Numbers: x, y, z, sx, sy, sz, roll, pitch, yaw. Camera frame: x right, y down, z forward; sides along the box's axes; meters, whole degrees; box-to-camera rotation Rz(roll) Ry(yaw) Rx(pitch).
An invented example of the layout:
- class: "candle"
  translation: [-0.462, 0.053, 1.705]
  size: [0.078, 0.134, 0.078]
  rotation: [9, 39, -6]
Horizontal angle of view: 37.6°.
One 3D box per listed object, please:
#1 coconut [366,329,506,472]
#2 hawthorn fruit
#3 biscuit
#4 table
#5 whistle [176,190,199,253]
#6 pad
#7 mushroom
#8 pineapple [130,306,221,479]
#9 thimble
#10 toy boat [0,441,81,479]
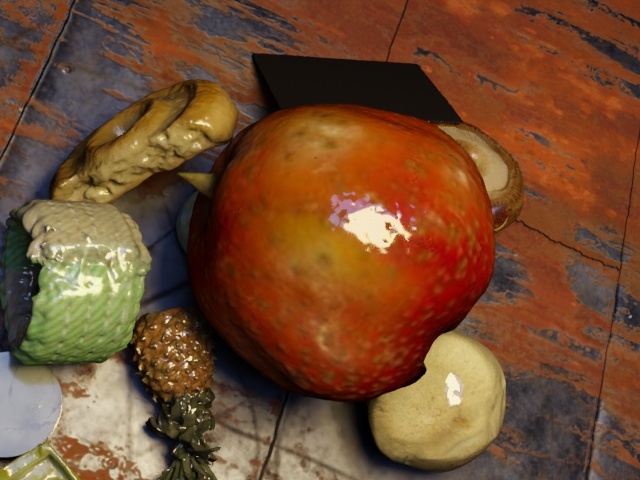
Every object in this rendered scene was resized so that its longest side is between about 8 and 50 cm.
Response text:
- class: "coconut"
  translation: [0.162, 0.226, 1.327]
  size: [0.224, 0.224, 0.224]
  rotation: [7, 69, -18]
- class: "hawthorn fruit"
  translation: [0.000, 0.000, 1.192]
  size: [0.402, 0.403, 0.403]
  rotation: [7, 69, -18]
- class: "biscuit"
  translation: [-0.243, -0.138, 1.285]
  size: [0.274, 0.213, 0.091]
  rotation: [-30, 115, 10]
- class: "table"
  translation: [-0.399, 0.211, 1.199]
  size: [0.133, 0.043, 0.133]
  rotation: [7, 69, -18]
- class: "whistle"
  translation: [-0.135, 0.025, 1.353]
  size: [0.126, 0.067, 0.258]
  rotation: [-7, 77, -25]
- class: "pad"
  translation: [0.057, -0.242, 1.494]
  size: [0.299, 0.005, 0.202]
  rotation: [-1, 38, -21]
- class: "mushroom"
  translation: [0.207, -0.093, 1.482]
  size: [0.231, 0.138, 0.194]
  rotation: [38, 34, 8]
- class: "pineapple"
  translation: [-0.183, 0.218, 1.241]
  size: [0.125, 0.125, 0.251]
  rotation: [-3, 78, -21]
- class: "thimble"
  translation: [-0.313, 0.050, 1.187]
  size: [0.150, 0.219, 0.219]
  rotation: [1, 71, -30]
- class: "toy boat"
  translation: [-0.302, 0.387, 1.147]
  size: [0.111, 0.084, 0.276]
  rotation: [-29, 77, -30]
